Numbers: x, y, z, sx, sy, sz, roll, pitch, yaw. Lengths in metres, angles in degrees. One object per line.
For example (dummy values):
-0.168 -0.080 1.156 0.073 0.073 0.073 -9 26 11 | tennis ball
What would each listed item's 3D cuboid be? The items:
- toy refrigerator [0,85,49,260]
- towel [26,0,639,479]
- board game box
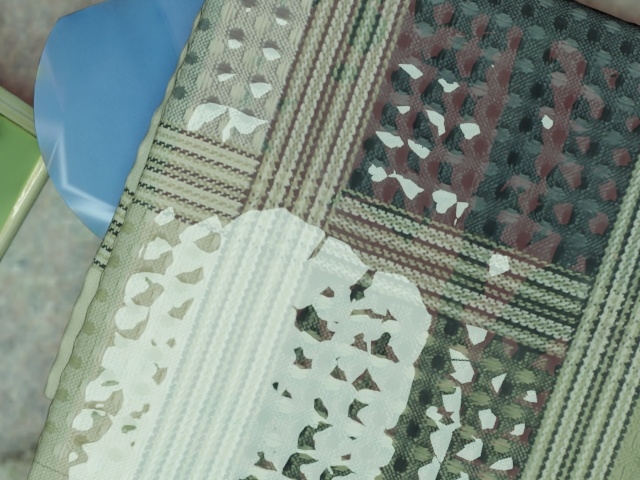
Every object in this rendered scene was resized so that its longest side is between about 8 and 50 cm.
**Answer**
-0.216 -0.054 0.934 0.094 0.269 0.102 29 87 16 | toy refrigerator
0.048 0.030 0.943 0.312 0.056 0.324 21 88 -1 | towel
-0.065 -0.068 1.019 0.168 0.033 0.133 -23 88 -13 | board game box
